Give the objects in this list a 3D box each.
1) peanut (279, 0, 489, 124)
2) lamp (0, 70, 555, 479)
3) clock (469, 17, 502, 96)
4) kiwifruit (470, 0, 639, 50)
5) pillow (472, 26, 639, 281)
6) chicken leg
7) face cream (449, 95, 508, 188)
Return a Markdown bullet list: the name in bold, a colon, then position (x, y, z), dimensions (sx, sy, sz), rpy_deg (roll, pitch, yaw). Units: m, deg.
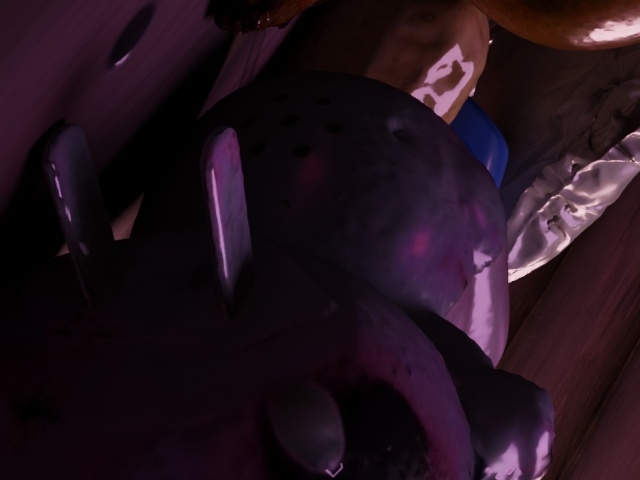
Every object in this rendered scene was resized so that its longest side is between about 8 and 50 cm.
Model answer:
- **peanut**: position (0.006, -0.053, 0.757), dimensions (0.274, 0.111, 0.125), rpy_deg (-57, -159, -8)
- **lamp**: position (-0.028, 0.038, 0.518), dimensions (0.301, 0.247, 0.247), rpy_deg (-64, 155, -52)
- **clock**: position (0.106, -0.158, 1.167), dimensions (0.191, 0.062, 0.151), rpy_deg (-25, -166, 30)
- **kiwifruit**: position (0.164, -0.217, 0.712), dimensions (0.234, 0.196, 0.196), rpy_deg (-62, -178, -37)
- **pillow**: position (0.206, -0.132, 0.926), dimensions (0.310, 0.138, 0.283), rpy_deg (-54, -169, 44)
- **chicken leg**: position (0.018, -0.122, 0.503), dimensions (0.145, 0.037, 0.062), rpy_deg (-30, -169, 15)
- **face cream**: position (0.000, 0.000, 0.859), dimensions (0.264, 0.149, 0.083), rpy_deg (-44, 171, -3)
